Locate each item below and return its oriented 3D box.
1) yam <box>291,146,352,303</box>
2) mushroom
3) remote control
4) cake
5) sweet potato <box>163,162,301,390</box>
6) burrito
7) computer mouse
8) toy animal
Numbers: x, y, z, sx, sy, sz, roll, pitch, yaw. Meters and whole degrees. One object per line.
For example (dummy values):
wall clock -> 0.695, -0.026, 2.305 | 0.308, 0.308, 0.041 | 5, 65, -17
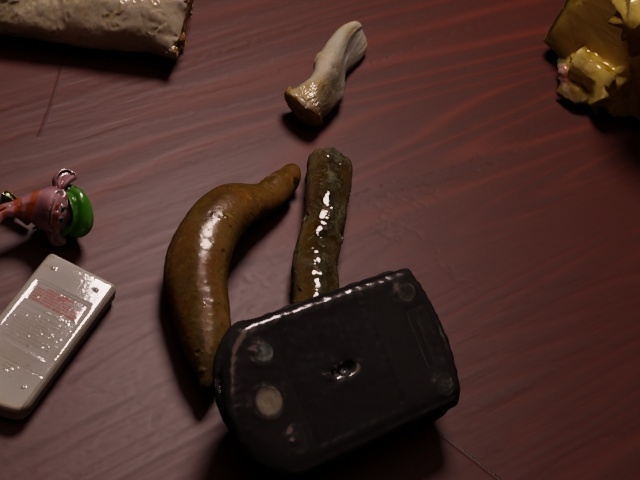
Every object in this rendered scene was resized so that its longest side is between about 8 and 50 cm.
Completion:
yam -> 0.000, 0.000, 1.387 | 0.061, 0.061, 0.253 | 11, 51, -6
mushroom -> 0.012, -0.222, 1.573 | 0.054, 0.059, 0.202 | -3, 40, 31
remote control -> -0.294, 0.099, 1.242 | 0.087, 0.029, 0.190 | 25, 50, 6
cake -> 0.454, -0.305, 1.645 | 0.286, 0.227, 0.222 | -31, 66, -33
sweet potato -> -0.112, 0.011, 1.339 | 0.108, 0.079, 0.346 | 40, 45, -19
burrito -> -0.307, -0.310, 1.521 | 0.299, 0.105, 0.143 | 8, 54, -11
computer mouse -> 0.008, 0.140, 1.238 | 0.269, 0.100, 0.170 | -17, 84, -27
toy animal -> -0.353, -0.015, 1.292 | 0.208, 0.100, 0.103 | -26, 24, -28
